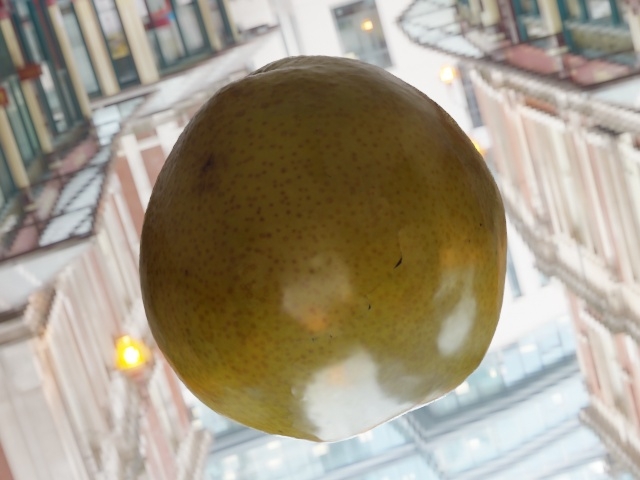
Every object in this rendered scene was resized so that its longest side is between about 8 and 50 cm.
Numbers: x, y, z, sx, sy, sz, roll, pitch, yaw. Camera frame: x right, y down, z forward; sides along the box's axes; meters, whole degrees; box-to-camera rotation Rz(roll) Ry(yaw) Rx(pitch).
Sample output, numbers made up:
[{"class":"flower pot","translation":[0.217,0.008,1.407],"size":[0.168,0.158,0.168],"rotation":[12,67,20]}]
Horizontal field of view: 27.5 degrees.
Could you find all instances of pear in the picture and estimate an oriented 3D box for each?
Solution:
[{"class":"pear","translation":[0.000,0.000,0.707],"size":[0.208,0.209,0.209],"rotation":[-15,-166,4]}]
